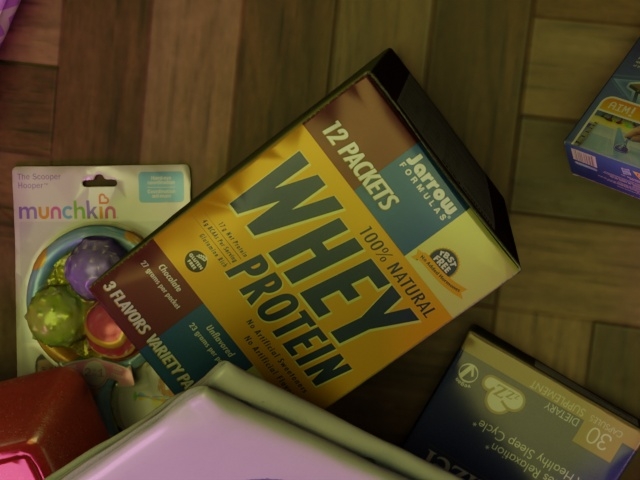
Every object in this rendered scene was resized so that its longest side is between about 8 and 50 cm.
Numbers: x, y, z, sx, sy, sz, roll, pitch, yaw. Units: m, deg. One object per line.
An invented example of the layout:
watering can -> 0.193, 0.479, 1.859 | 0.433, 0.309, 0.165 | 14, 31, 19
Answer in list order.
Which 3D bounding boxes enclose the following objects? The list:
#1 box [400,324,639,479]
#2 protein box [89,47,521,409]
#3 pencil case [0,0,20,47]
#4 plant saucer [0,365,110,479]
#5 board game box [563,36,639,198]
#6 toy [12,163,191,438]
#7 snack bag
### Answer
box -> 0.108, 0.189, 0.830 | 0.136, 0.036, 0.225 | 30, 102, 6
protein box -> 0.000, 0.000, 0.737 | 0.200, 0.201, 0.136 | -37, 96, 12
pencil case -> -0.258, -0.151, 0.834 | 0.088, 0.086, 0.206 | 33, 105, 41
plant saucer -> -0.248, 0.237, 0.859 | 0.259, 0.047, 0.259 | -15, 109, 12
board game box -> 0.266, -0.065, 0.701 | 0.201, 0.035, 0.136 | 27, 69, 33
toy -> -0.162, 0.066, 0.857 | 0.137, 0.056, 0.237 | 0, 96, 9
snack bag -> -0.079, 0.209, 0.731 | 0.343, 0.323, 0.037 | -35, 48, 24
